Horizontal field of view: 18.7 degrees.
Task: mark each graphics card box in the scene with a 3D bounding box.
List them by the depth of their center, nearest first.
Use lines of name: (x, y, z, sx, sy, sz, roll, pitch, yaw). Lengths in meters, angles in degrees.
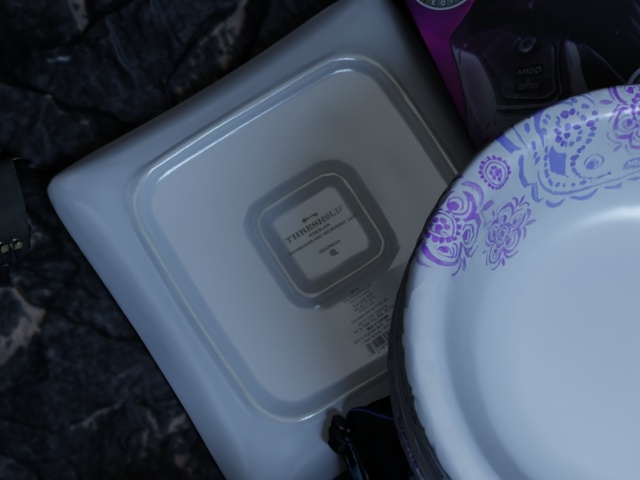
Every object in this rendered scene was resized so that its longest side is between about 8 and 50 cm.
graphics card box: (0.159, -0.214, 1.283, 0.232, 0.094, 0.371, -28, 77, 17)

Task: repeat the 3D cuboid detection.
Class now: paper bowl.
paper bowl: (0.179, 0.068, 1.072, 0.284, 0.148, 0.284, 1, 73, -4)

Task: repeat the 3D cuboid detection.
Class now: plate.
plate: (0.000, 0.000, 1.302, 0.277, 0.045, 0.278, -32, 82, -9)

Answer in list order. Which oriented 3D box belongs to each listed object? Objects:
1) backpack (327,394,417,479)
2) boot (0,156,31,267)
backpack: (0.099, 0.174, 1.211, 0.117, 0.158, 0.173, -20, 95, -21)
boot: (-0.248, 0.036, 1.285, 0.137, 0.077, 0.198, -8, 76, -9)
